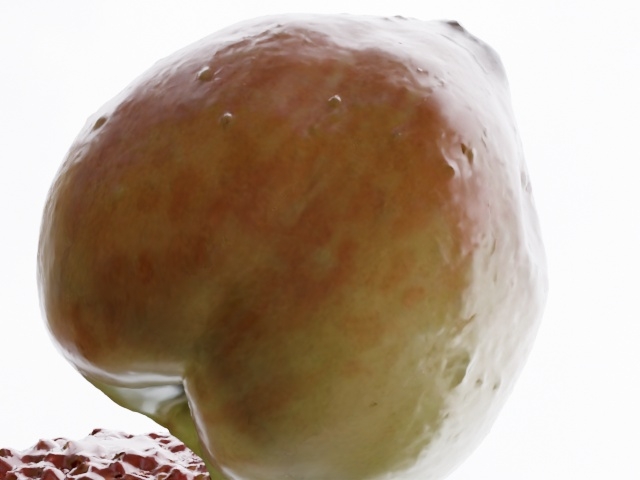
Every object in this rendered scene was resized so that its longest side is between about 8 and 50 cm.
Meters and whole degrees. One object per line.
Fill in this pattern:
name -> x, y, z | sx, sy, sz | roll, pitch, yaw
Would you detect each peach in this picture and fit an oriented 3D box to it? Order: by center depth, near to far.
peach -> 0.000, 0.000, 0.828 | 0.232, 0.232, 0.233 | 8, -66, 19

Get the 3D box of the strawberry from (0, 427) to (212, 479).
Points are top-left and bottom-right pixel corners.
strawberry -> -0.137, 0.204, 1.120 | 0.261, 0.261, 0.258 | 21, -85, 13
